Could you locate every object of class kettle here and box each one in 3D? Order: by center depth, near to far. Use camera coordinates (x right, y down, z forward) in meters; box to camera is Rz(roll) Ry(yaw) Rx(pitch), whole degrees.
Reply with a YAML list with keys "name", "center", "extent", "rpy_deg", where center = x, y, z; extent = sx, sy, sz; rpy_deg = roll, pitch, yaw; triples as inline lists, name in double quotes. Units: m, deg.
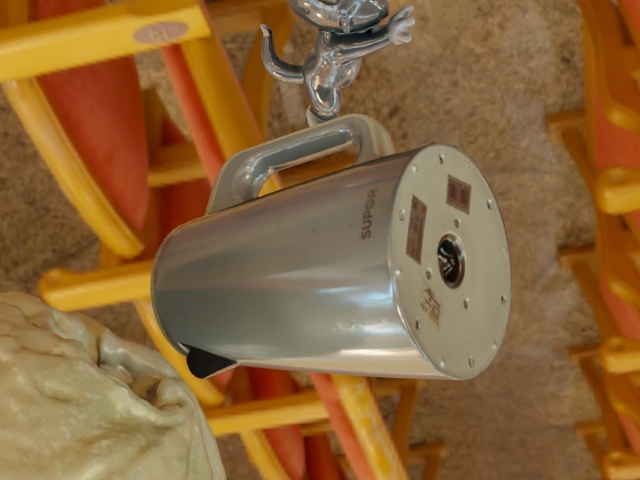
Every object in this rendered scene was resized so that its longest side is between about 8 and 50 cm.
- name: "kettle"
  center: [0.000, 0.000, 0.790]
  extent: [0.243, 0.211, 0.160]
  rpy_deg: [-7, 156, 37]

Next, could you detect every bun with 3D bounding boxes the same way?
- name: "bun"
  center: [-0.230, 0.163, 0.814]
  extent: [0.227, 0.352, 0.349]
  rpy_deg: [-60, 146, 1]

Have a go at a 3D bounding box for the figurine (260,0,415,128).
- name: "figurine"
  center: [0.007, -0.248, 1.142]
  extent: [0.140, 0.193, 0.265]
  rpy_deg: [11, 129, -18]
